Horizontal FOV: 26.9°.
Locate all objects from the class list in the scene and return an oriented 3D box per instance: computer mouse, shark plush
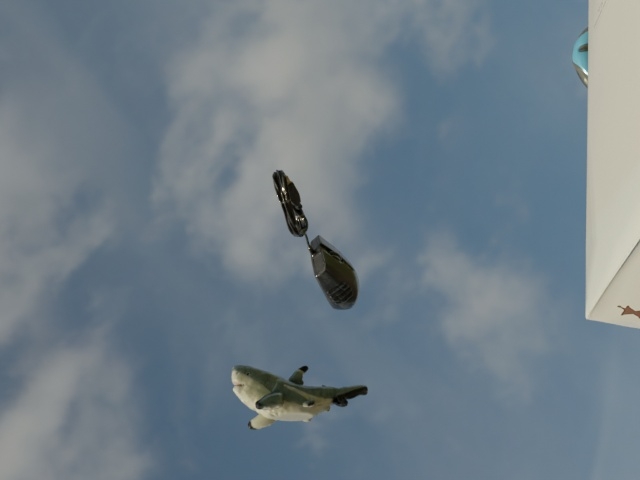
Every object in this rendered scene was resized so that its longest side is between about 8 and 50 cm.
[{"bbox_3d":[0.000,0.000,1.570,0.242,0.041,0.071,61,-164,-48],"label":"computer mouse"},{"bbox_3d":[-0.024,0.176,1.598,0.073,0.161,0.067,87,177,-60],"label":"shark plush"}]

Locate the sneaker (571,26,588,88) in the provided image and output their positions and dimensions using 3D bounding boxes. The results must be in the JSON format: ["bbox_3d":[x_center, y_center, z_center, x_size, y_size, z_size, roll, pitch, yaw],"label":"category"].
[{"bbox_3d":[0.423,-0.173,1.536,0.340,0.139,0.125,11,-92,-21],"label":"sneaker"}]

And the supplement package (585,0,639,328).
[{"bbox_3d":[0.192,-0.091,0.474,0.149,0.194,0.203,9,-119,-3],"label":"supplement package"}]
